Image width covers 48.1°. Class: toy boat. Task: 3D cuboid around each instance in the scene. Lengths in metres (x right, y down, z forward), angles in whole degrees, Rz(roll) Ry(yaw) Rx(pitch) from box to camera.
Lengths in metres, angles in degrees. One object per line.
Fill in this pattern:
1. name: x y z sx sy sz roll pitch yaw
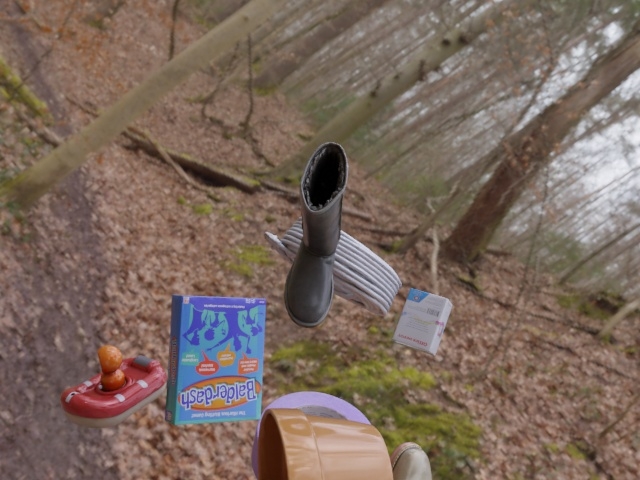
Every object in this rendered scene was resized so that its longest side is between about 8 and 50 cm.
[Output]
1. toy boat: -0.452 0.297 1.550 0.151 0.231 0.151 9 -64 36

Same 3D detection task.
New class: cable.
1. cable: 0.040 0.051 1.429 0.257 0.089 0.257 23 -15 47

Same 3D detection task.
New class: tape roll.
1. tape roll: -0.013 0.469 1.606 0.274 0.275 0.090 54 -40 46

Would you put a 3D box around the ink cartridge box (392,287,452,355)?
1. ink cartridge box: 0.220 0.177 1.546 0.089 0.122 0.052 16 -14 28

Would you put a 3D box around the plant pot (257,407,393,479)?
1. plant pot: 0.009 0.450 1.327 0.291 0.204 0.290 178 -90 -75

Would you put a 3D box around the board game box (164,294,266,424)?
1. board game box: -0.175 0.200 1.213 0.047 0.160 0.210 -4 -97 56

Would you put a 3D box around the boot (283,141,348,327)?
1. boot: -0.002 0.001 0.932 0.208 0.076 0.189 111 -14 -69

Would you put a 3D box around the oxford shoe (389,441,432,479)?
1. oxford shoe: 0.203 0.612 1.437 0.147 0.141 0.396 -5 -96 53
